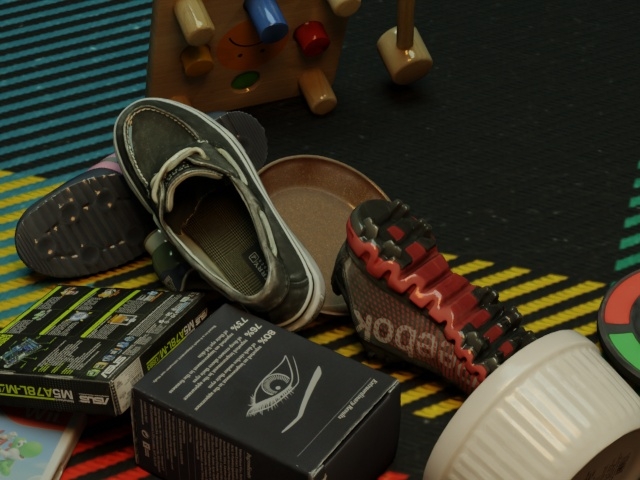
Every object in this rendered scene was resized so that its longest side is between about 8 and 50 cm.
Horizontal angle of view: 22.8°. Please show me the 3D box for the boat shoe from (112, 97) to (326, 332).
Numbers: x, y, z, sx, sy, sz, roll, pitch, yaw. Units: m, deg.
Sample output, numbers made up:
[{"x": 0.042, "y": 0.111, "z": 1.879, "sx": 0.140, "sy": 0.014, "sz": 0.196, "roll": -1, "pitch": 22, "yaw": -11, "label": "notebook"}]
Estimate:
[{"x": -0.115, "y": -0.047, "z": 1.622, "sx": 0.121, "sy": 0.119, "sz": 0.335, "roll": -45, "pitch": 60, "yaw": 1, "label": "boat shoe"}]

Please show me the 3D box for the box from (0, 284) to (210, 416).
[{"x": -0.231, "y": 0.104, "z": 1.566, "sx": 0.184, "sy": 0.045, "sz": 0.191, "roll": 0, "pitch": 24, "yaw": 26, "label": "box"}]

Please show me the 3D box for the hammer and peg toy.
[{"x": -0.036, "y": -0.265, "z": 1.934, "sx": 0.361, "sy": 0.266, "sz": 0.127, "roll": -14, "pitch": 59, "yaw": -18, "label": "hammer and peg toy"}]

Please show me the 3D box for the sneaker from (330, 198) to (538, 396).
[{"x": 0.113, "y": 0.089, "z": 1.613, "sx": 0.276, "sy": 0.135, "sz": 0.097, "roll": 45, "pitch": 39, "yaw": 14, "label": "sneaker"}]

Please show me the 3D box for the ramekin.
[{"x": 0.200, "y": 0.191, "z": 1.397, "sx": 0.207, "sy": 0.207, "sz": 0.109, "roll": -27, "pitch": 54, "yaw": -32, "label": "ramekin"}]

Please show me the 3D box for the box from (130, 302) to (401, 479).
[{"x": -0.050, "y": 0.172, "z": 1.486, "sx": 0.207, "sy": 0.108, "sz": 0.153, "roll": 24, "pitch": 43, "yaw": 26, "label": "box"}]

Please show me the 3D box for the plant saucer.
[{"x": 0.000, "y": 0.000, "z": 1.720, "sx": 0.198, "sy": 0.036, "sz": 0.198, "roll": 12, "pitch": 56, "yaw": -18, "label": "plant saucer"}]

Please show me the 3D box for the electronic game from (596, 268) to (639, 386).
[{"x": 0.402, "y": 0.096, "z": 1.648, "sx": 0.229, "sy": 0.048, "sz": 0.229, "roll": 1, "pitch": 38, "yaw": -1, "label": "electronic game"}]

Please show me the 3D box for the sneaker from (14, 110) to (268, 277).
[{"x": -0.215, "y": -0.052, "z": 1.804, "sx": 0.319, "sy": 0.112, "sz": 0.131, "roll": -27, "pitch": 18, "yaw": -26, "label": "sneaker"}]

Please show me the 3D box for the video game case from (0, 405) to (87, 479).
[{"x": -0.357, "y": 0.238, "z": 1.460, "sx": 0.204, "sy": 0.025, "sz": 0.285, "roll": 8, "pitch": 38, "yaw": 9, "label": "video game case"}]

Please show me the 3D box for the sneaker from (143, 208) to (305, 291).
[{"x": -0.091, "y": 0.023, "z": 1.727, "sx": 0.192, "sy": 0.064, "sz": 0.086, "roll": -7, "pitch": 56, "yaw": -24, "label": "sneaker"}]
